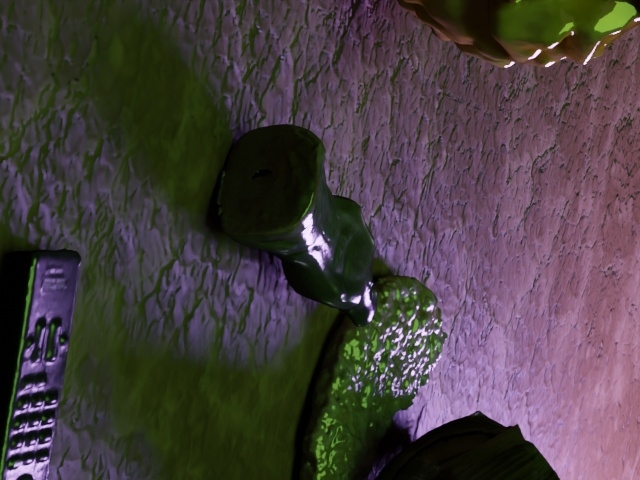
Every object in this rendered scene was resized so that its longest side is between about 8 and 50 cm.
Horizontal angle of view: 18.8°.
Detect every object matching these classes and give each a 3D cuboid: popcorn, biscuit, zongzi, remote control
[{"bbox_3d":[0.145,-0.272,1.378,0.332,0.225,0.265,-80,-179,-62],"label":"popcorn"},{"bbox_3d":[0.038,0.107,1.505,0.250,0.032,0.133,-54,145,-42],"label":"biscuit"},{"bbox_3d":[0.056,0.263,1.550,0.300,0.138,0.286,-39,-179,-2],"label":"zongzi"},{"bbox_3d":[-0.169,0.124,1.063,0.063,0.025,0.245,6,94,-67],"label":"remote control"}]

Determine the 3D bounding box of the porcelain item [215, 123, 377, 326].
[{"bbox_3d":[0.000,0.000,1.328,0.216,0.069,0.081,50,42,-59],"label":"porcelain item"}]
